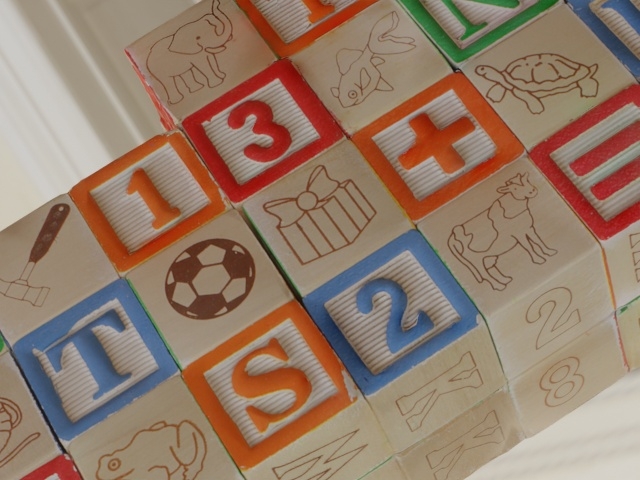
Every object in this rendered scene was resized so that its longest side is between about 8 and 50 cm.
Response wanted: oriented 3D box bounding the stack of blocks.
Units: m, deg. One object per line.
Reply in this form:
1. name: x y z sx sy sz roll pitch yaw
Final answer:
1. stack of blocks: 0.000 0.000 0.588 0.297 0.171 0.087 -33 145 -5
